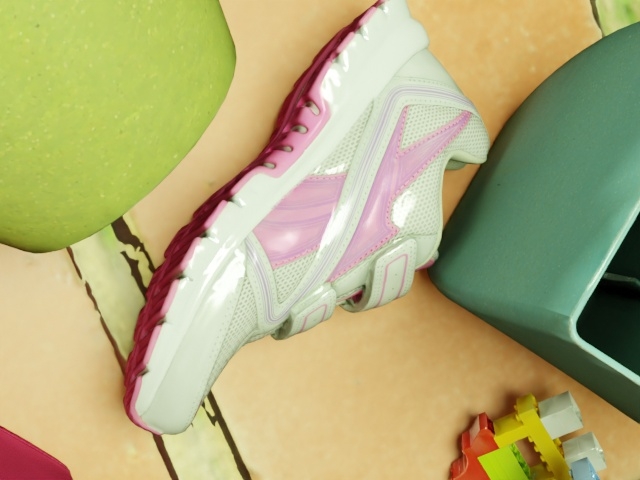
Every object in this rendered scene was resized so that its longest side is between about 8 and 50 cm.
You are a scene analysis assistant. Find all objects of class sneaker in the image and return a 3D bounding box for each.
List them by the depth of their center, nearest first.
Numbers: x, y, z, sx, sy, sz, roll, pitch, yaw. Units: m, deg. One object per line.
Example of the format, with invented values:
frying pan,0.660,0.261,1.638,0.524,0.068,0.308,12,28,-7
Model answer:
sneaker,0.000,0.000,0.566,0.111,0.103,0.252,39,81,-10

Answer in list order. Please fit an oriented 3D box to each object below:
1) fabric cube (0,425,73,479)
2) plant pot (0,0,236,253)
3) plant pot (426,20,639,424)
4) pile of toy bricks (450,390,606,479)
fabric cube,-0.245,0.164,0.415,0.259,0.258,0.254,32,81,-17
plant pot,-0.174,-0.137,0.443,0.275,0.274,0.293,-49,121,-10
plant pot,0.161,0.003,0.552,0.165,0.234,0.165,33,82,-15
pile of toy bricks,0.137,0.201,0.631,0.105,0.118,0.212,-26,112,17
